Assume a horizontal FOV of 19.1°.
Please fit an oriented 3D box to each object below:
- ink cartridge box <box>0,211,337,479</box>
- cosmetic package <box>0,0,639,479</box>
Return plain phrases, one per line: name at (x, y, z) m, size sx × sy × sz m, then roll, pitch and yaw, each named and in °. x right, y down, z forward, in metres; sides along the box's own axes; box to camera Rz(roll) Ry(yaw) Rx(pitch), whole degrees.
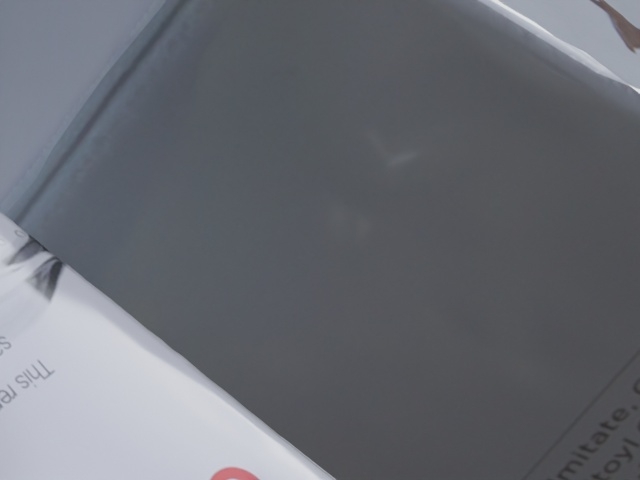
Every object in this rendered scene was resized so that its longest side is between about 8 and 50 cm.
ink cartridge box at (-0.126, 0.051, 0.377) m, size 0.219 × 0.092 × 0.160 m, roll 39°, pitch 39°, yaw 7°
cosmetic package at (0.000, 0.000, 0.709) m, size 0.393 × 0.327 × 0.329 m, roll 25°, pitch 27°, yaw -33°
